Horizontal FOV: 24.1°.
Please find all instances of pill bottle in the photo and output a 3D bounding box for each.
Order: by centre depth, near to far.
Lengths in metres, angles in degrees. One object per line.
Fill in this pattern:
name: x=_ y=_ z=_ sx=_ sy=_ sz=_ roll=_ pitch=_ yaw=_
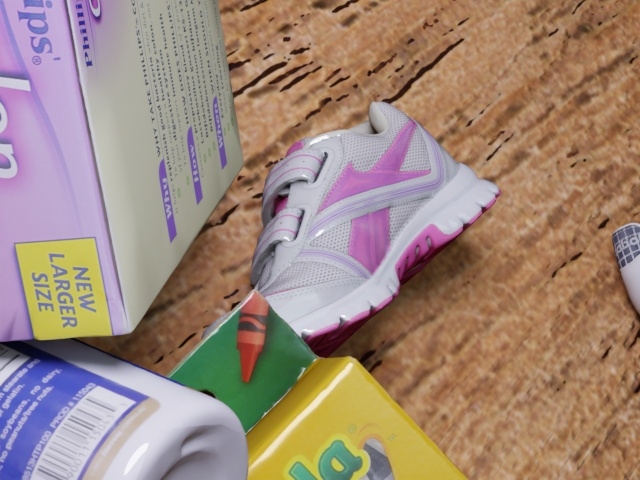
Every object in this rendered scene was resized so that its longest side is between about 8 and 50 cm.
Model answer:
pill bottle: x=-0.138 y=0.095 z=0.694 sx=0.186 sy=0.112 sz=0.112 roll=20 pitch=41 yaw=28

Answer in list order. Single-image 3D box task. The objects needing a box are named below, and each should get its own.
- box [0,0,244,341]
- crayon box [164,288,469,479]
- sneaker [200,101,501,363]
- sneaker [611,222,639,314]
box: x=-0.131 y=-0.095 z=0.723 sx=0.243 sy=0.117 sz=0.214 roll=-67 pitch=152 yaw=-67
crayon box: x=0.011 y=0.204 z=0.765 sx=0.318 sy=0.081 sz=0.202 roll=46 pitch=78 yaw=-6
sneaker: x=0.000 y=0.000 z=0.912 sx=0.111 sy=0.103 sz=0.252 roll=48 pitch=44 yaw=2
sneaker: x=0.320 y=0.011 z=1.142 sx=0.235 sy=0.090 sz=0.095 roll=-10 pitch=64 yaw=-40
